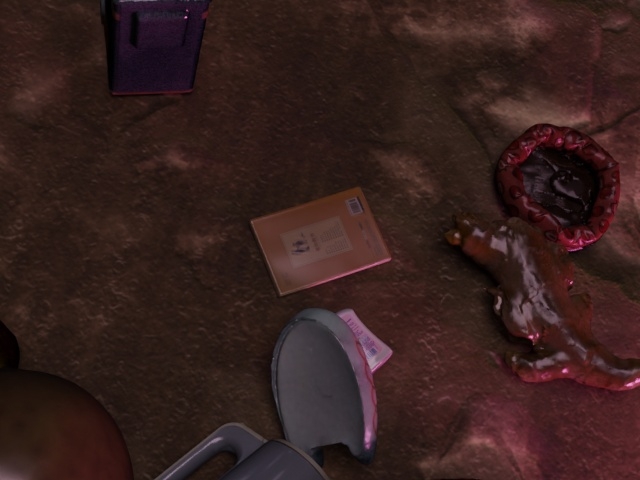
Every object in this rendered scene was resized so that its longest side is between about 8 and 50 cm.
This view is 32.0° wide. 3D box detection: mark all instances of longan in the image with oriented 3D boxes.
[{"bbox_3d":[-0.346,0.299,1.197,0.319,0.319,0.319,4,68,-10],"label":"longan"}]

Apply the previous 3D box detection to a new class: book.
[{"bbox_3d":[0.000,0.000,1.551,0.172,0.012,0.118,-17,73,-18],"label":"book"}]

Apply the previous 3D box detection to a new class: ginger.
[{"bbox_3d":[0.299,0.088,1.546,0.166,0.080,0.333,-31,84,-6],"label":"ginger"}]

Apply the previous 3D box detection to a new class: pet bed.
[{"bbox_3d":[0.350,-0.082,1.636,0.201,0.053,0.201,6,62,-11],"label":"pet bed"}]

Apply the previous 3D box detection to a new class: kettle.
[{"bbox_3d":[-0.118,0.344,1.334,0.210,0.160,0.243,26,54,31],"label":"kettle"}]

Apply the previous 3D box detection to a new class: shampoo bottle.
[{"bbox_3d":[0.038,0.138,1.486,0.072,0.043,0.099,-42,81,-16],"label":"shampoo bottle"}]

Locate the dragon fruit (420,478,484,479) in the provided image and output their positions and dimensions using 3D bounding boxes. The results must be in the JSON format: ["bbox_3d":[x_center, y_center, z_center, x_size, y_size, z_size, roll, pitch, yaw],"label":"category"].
[{"bbox_3d":[0.162,0.419,1.345,0.330,0.302,0.240,22,97,14],"label":"dragon fruit"}]

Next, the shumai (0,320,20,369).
[{"bbox_3d":[-0.498,0.125,1.286,0.283,0.217,0.346,-4,67,-13],"label":"shumai"}]

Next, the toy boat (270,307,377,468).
[{"bbox_3d":[0.009,0.188,1.425,0.079,0.134,0.208,-4,78,-60],"label":"toy boat"}]

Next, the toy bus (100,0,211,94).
[{"bbox_3d":[-0.225,-0.316,1.488,0.138,0.275,0.167,-3,71,-13],"label":"toy bus"}]
